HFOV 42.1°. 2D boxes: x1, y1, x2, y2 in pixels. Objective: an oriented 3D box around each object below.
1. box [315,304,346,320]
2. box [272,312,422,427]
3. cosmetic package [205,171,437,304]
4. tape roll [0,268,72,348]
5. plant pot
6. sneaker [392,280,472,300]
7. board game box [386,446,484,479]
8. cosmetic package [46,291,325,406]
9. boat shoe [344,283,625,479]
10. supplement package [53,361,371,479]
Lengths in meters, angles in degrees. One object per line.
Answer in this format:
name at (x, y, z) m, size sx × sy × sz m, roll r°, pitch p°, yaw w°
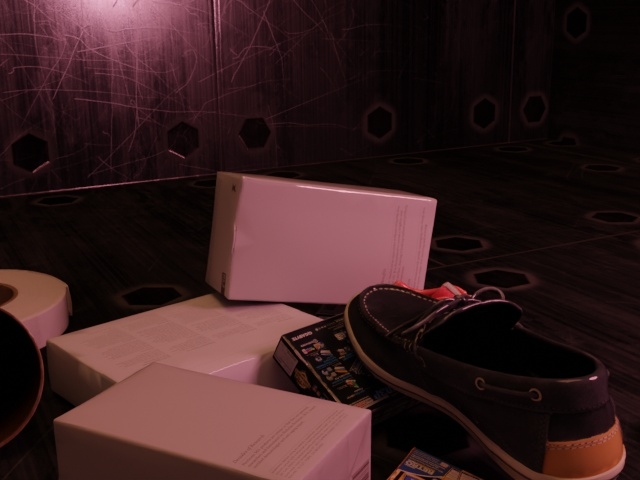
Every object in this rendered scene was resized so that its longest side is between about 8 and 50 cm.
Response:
box at (0.104, 0.142, 1.572) m, size 0.207 × 0.036 × 0.114 m, roll 3°, pitch 16°, yaw 15°
box at (0.066, 0.187, 1.248) m, size 0.220 × 0.051 × 0.175 m, roll -15°, pitch 50°, yaw -41°
cosmetic package at (0.000, 0.000, 1.511) m, size 0.385 × 0.217 × 0.156 m, roll 7°, pitch 7°, yaw -22°
tape roll at (-0.670, 0.142, 1.556) m, size 0.392 × 0.072 × 0.392 m, roll -2°, pitch 16°, yaw 0°
plant pot at (-0.522, 0.186, 1.202) m, size 0.215 × 0.215 × 0.230 m, roll -8°, pitch 2°, yaw -23°
sneaker at (0.233, 0.142, 1.382) m, size 0.314 × 0.136 × 0.116 m, roll 8°, pitch 19°, yaw 28°
board game box at (0.128, 0.304, 0.887) m, size 0.147 × 0.045 × 0.193 m, roll 21°, pitch 18°, yaw 22°
cosmetic package at (-0.194, 0.186, 1.320) m, size 0.377 × 0.097 × 0.284 m, roll -14°, pitch 18°, yaw -40°
boat shoe at (0.192, 0.140, 1.085) m, size 0.187 × 0.156 × 0.500 m, roll -13°, pitch 22°, yaw -23°
supplement package at (-0.112, 0.263, 0.892) m, size 0.293 × 0.177 × 0.175 m, roll 8°, pitch 18°, yaw 26°
